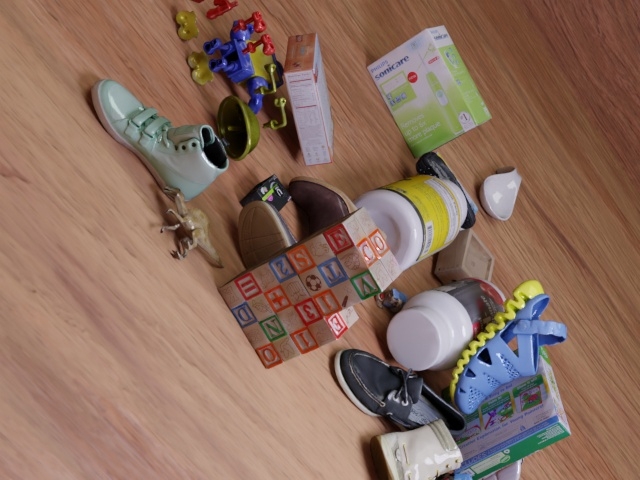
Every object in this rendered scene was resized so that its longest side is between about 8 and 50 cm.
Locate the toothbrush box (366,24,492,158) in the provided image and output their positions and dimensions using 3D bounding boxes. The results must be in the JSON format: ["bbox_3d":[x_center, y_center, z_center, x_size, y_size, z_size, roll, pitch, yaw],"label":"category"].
[{"bbox_3d":[0.289,-0.394,2.174,0.122,0.206,0.283,-28,92,-55],"label":"toothbrush box"}]

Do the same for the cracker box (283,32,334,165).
[{"bbox_3d":[-0.021,-0.296,1.723,0.156,0.067,0.232,-86,168,-49],"label":"cracker box"}]

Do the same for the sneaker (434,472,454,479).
[{"bbox_3d":[0.246,0.520,1.645,0.169,0.068,0.071,-4,77,-54],"label":"sneaker"}]

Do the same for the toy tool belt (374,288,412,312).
[{"bbox_3d":[0.164,0.127,1.806,0.083,0.051,0.052,23,51,-42],"label":"toy tool belt"}]

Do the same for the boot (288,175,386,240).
[{"bbox_3d":[0.000,0.000,1.645,0.248,0.090,0.207,35,57,2],"label":"boot"}]

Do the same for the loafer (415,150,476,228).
[{"bbox_3d":[0.330,-0.131,2.088,0.223,0.076,0.078,54,46,-7],"label":"loafer"}]

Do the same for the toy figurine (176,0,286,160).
[{"bbox_3d":[-0.118,-0.344,1.648,0.217,0.191,0.363,-2,71,-58],"label":"toy figurine"}]

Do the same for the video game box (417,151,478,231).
[{"bbox_3d":[0.332,-0.110,2.180,0.205,0.048,0.187,53,39,-14],"label":"video game box"}]

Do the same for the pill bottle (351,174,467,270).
[{"bbox_3d":[0.205,-0.047,1.856,0.334,0.187,0.188,-22,86,-56],"label":"pill bottle"}]

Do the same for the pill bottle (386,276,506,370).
[{"bbox_3d":[0.280,0.188,1.807,0.318,0.176,0.176,-11,77,-54],"label":"pill bottle"}]

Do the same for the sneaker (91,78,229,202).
[{"bbox_3d":[-0.261,-0.195,1.386,0.256,0.151,0.094,50,39,-16],"label":"sneaker"}]

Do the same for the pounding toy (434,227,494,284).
[{"bbox_3d":[0.365,0.110,2.050,0.181,0.094,0.206,46,47,-31],"label":"pounding toy"}]

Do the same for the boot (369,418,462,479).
[{"bbox_3d":[0.199,0.459,1.557,0.165,0.077,0.213,-10,72,-23],"label":"boot"}]

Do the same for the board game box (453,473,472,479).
[{"bbox_3d":[0.279,0.595,1.606,0.212,0.039,0.160,-65,142,-46],"label":"board game box"}]

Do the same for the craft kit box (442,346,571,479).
[{"bbox_3d":[0.381,0.357,1.719,0.061,0.249,0.247,44,26,-27],"label":"craft kit box"}]

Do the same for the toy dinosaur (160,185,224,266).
[{"bbox_3d":[-0.215,-0.010,1.398,0.183,0.053,0.093,59,41,-20],"label":"toy dinosaur"}]

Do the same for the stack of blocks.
[{"bbox_3d":[-0.011,0.086,1.394,0.171,0.297,0.087,59,35,-4],"label":"stack of blocks"}]

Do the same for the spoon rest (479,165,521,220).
[{"bbox_3d":[0.545,-0.156,2.454,0.137,0.084,0.276,55,35,-11],"label":"spoon rest"}]

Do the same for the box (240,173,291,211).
[{"bbox_3d":[-0.106,-0.079,1.595,0.062,0.052,0.083,54,35,-12],"label":"box"}]

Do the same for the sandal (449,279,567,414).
[{"bbox_3d":[0.392,0.237,1.696,0.138,0.317,0.126,39,4,32],"label":"sandal"}]

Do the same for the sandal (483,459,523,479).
[{"bbox_3d":[0.420,0.455,1.877,0.076,0.102,0.265,28,45,-37],"label":"sandal"}]

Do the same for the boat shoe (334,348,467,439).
[{"bbox_3d":[0.171,0.313,1.640,0.340,0.113,0.127,45,40,-23],"label":"boat shoe"}]

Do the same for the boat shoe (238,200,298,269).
[{"bbox_3d":[-0.063,0.055,1.527,0.285,0.102,0.092,65,30,-4],"label":"boat shoe"}]
